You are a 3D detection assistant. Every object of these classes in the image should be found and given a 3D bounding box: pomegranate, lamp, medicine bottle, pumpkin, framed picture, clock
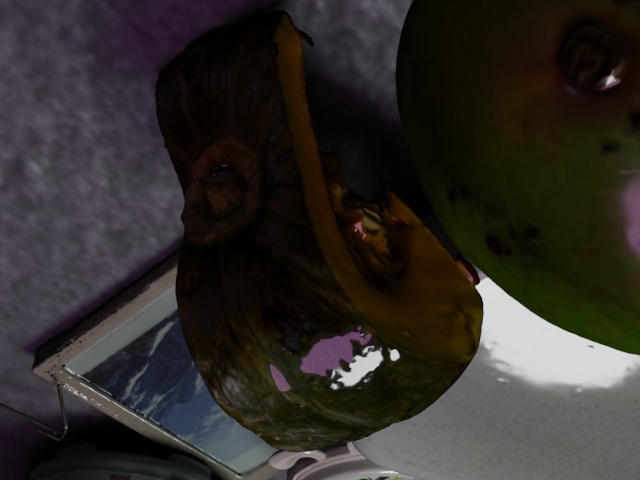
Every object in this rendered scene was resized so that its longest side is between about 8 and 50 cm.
[{"bbox_3d":[0.183,-0.049,1.083,0.216,0.310,0.358,-45,160,3],"label":"pomegranate"},{"bbox_3d":[-0.275,0.136,1.482,0.121,0.041,0.054,17,147,14],"label":"lamp"},{"bbox_3d":[0.217,0.105,1.347,0.375,0.123,0.282,19,125,-16],"label":"medicine bottle"},{"bbox_3d":[0.001,0.000,1.201,0.139,0.280,0.190,-28,147,35],"label":"pumpkin"},{"bbox_3d":[-0.040,0.084,1.436,0.247,0.022,0.335,35,128,-29],"label":"framed picture"},{"bbox_3d":[0.046,0.196,1.487,0.151,0.062,0.191,-15,148,21],"label":"clock"}]

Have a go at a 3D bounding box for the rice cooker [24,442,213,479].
[{"bbox_3d":[-0.181,0.324,1.533,0.280,0.227,0.241,25,140,-22],"label":"rice cooker"}]
